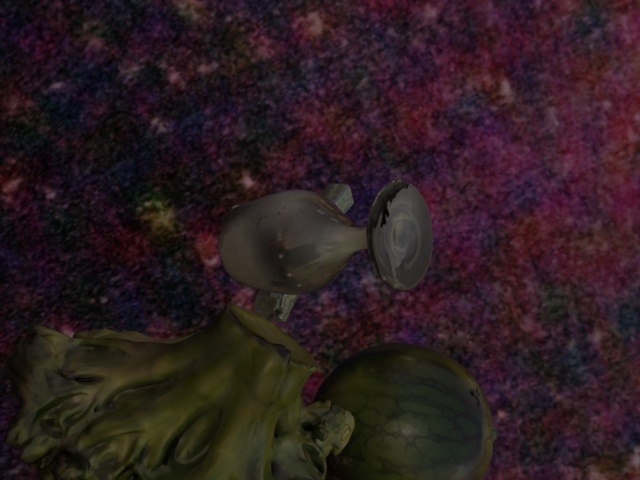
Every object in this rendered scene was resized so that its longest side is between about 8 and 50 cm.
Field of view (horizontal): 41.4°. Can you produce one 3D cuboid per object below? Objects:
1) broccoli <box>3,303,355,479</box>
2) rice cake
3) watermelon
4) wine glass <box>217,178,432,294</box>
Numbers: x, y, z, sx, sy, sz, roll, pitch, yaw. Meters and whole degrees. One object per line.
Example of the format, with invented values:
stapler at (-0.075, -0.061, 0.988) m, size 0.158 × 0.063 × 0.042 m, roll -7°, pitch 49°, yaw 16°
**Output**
broccoli at (-0.096, 0.139, 0.706) m, size 0.288 × 0.246 × 0.248 m, roll 22°, pitch 27°, yaw -38°
rice cake at (-0.021, 0.013, 1.150) m, size 0.245 × 0.045 × 0.042 m, roll -61°, pitch 142°, yaw -37°
watermelon at (0.156, 0.359, 1.615) m, size 0.363 × 0.363 × 0.363 m, roll 24°, pitch 55°, yaw -39°
wine glass at (0.000, 0.000, 0.954) m, size 0.126 × 0.241 × 0.127 m, roll 2°, pitch 88°, yaw -49°
